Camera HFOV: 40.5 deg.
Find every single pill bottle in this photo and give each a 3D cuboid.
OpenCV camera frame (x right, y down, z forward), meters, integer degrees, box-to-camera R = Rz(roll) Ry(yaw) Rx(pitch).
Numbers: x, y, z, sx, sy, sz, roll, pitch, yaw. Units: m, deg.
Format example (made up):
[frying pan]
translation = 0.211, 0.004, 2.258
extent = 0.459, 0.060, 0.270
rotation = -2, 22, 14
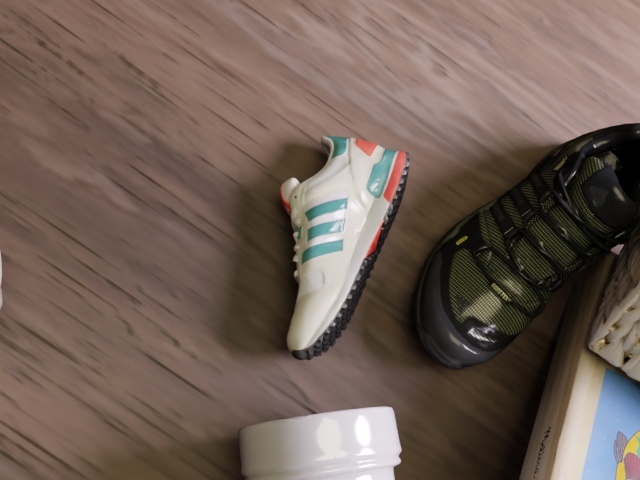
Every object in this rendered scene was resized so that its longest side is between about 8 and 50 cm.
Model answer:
[pill bottle]
translation = 0.012, 0.208, 0.474
extent = 0.124, 0.124, 0.221
rotation = -4, 74, -16

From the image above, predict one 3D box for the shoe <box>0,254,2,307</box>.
[shoe]
translation = -0.257, -0.039, 0.514
extent = 0.077, 0.058, 0.219
rotation = -35, 81, -1

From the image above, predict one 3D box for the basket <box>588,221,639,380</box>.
[basket]
translation = 0.248, 0.016, 0.534
extent = 0.103, 0.113, 0.167
rotation = 30, 46, 8

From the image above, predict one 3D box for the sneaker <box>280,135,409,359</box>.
[sneaker]
translation = 0.000, 0.000, 0.575
extent = 0.075, 0.057, 0.161
rotation = 22, 70, 10

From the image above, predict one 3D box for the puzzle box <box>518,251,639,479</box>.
[puzzle box]
translation = 0.234, 0.210, 0.478
extent = 0.272, 0.052, 0.409
rotation = 29, 47, 2

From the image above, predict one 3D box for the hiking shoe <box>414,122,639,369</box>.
[hiking shoe]
translation = 0.150, -0.010, 0.579
extent = 0.086, 0.114, 0.227
rotation = 43, 68, 2
